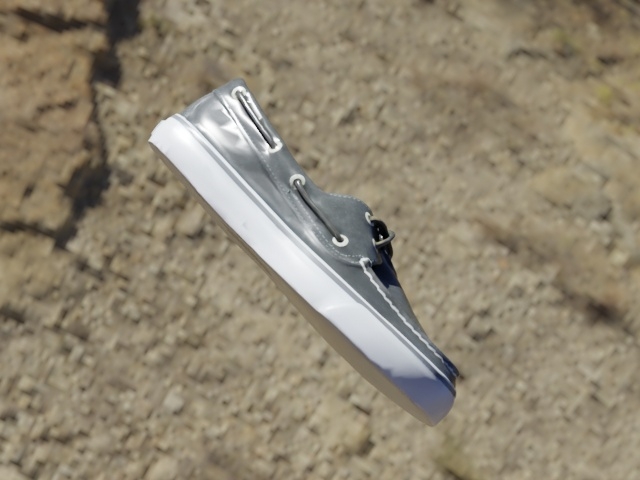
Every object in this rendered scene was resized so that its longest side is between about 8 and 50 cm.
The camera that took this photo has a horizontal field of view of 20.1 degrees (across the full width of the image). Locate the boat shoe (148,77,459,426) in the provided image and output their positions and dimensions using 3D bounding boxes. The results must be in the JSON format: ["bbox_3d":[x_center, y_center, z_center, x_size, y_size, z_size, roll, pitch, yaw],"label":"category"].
[{"bbox_3d":[0.000,0.000,0.591,0.142,0.040,0.049,46,-7,21],"label":"boat shoe"}]
